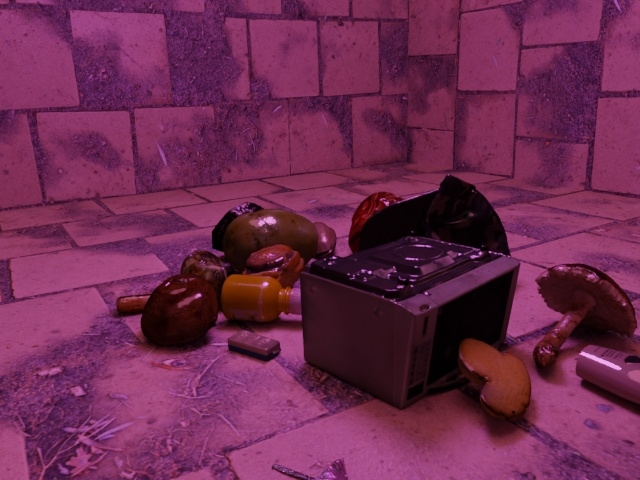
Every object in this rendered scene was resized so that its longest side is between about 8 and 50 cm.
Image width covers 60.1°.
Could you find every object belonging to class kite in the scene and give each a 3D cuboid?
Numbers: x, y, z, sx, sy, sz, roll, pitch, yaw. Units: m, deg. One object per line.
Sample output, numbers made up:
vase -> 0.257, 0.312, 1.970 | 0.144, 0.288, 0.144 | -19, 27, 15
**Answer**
kite -> -0.010, 0.371, 0.859 | 0.153, 0.005, 0.137 | 12, 18, 39

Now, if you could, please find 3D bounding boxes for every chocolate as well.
chocolate -> -0.235, -0.003, 1.928 | 0.224, 0.206, 0.177 | -29, 58, -30

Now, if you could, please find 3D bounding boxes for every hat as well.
hat -> 0.327, 0.016, 1.617 | 0.382, 0.366, 0.257 | -14, -7, 29

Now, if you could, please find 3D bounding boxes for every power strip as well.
power strip -> -0.153, 0.242, 1.279 | 0.123, 0.032, 0.056 | 10, 21, 32

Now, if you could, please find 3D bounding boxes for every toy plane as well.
toy plane -> -0.311, 0.097, 1.811 | 0.049, 0.031, 0.121 | -22, 27, -30

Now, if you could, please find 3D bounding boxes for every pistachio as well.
pistachio -> 0.000, 0.000, 1.989 | 0.126, 0.108, 0.185 | -28, 28, -7

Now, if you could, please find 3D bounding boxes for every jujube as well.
jujube -> 0.207, -0.049, 2.005 | 0.217, 0.216, 0.342 | 4, 29, 20

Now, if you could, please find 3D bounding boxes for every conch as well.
conch -> -0.325, 0.116, 1.577 | 0.124, 0.187, 0.181 | -25, -17, -8

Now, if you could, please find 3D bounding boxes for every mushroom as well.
mushroom -> 0.548, 0.166, 1.266 | 0.302, 0.207, 0.233 | -16, -22, -12
mushroom -> -0.352, 0.164, 1.379 | 0.194, 0.138, 0.231 | -9, 17, -22

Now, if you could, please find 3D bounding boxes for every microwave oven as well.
microwave oven -> 0.202, 0.140, 1.216 | 0.394, 0.247, 0.333 | -16, 23, -41

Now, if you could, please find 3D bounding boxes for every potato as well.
potato -> -0.160, 0.006, 1.783 | 0.305, 0.215, 0.216 | 3, 15, -9

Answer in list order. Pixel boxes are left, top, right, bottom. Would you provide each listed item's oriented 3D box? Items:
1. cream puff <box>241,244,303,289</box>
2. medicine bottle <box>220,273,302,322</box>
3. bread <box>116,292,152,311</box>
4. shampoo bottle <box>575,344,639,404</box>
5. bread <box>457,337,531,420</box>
cream puff -> -0.133, 0.096, 1.609 | 0.189, 0.129, 0.189 | -15, 22, 6
medicine bottle -> -0.139, 0.153, 1.429 | 0.213, 0.121, 0.122 | 3, 16, 13
bread -> -0.510, 0.173, 1.530 | 0.106, 0.053, 0.072 | -6, -7, -23
shampoo bottle -> 0.618, 0.267, 1.027 | 0.127, 0.078, 0.257 | -14, 21, -39
bread -> 0.311, 0.263, 1.029 | 0.150, 0.065, 0.187 | 32, 34, 5
